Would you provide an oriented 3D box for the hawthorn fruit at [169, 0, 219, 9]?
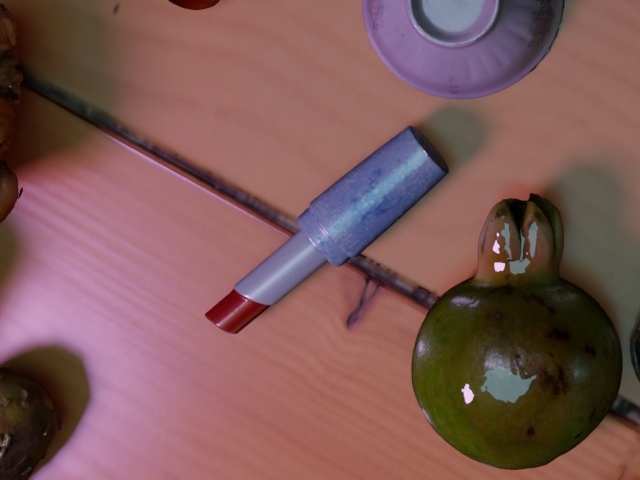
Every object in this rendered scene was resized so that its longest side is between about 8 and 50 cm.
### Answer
[{"bbox_3d":[-0.122,-0.249,1.337,0.077,0.077,0.077,2,101,11],"label":"hawthorn fruit"}]

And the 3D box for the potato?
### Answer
[{"bbox_3d":[-0.371,0.227,1.440,0.251,0.149,0.113,-42,55,1],"label":"potato"}]

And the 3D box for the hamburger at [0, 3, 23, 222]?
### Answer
[{"bbox_3d":[-0.395,-0.114,1.317,0.245,0.260,0.211,-4,102,-12],"label":"hamburger"}]

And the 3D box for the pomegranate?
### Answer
[{"bbox_3d":[0.190,0.096,1.297,0.190,0.159,0.241,32,99,3],"label":"pomegranate"}]

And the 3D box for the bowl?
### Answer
[{"bbox_3d":[0.124,-0.217,1.288,0.189,0.086,0.189,2,101,10],"label":"bowl"}]

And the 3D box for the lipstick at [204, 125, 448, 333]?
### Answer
[{"bbox_3d":[0.000,0.000,1.364,0.274,0.061,0.068,-40,93,15],"label":"lipstick"}]

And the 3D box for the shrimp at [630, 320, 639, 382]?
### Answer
[{"bbox_3d":[0.372,0.073,1.313,0.173,0.058,0.253,2,102,19],"label":"shrimp"}]
